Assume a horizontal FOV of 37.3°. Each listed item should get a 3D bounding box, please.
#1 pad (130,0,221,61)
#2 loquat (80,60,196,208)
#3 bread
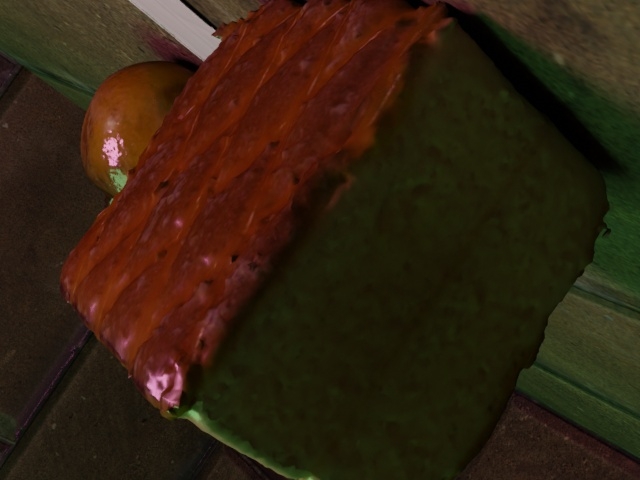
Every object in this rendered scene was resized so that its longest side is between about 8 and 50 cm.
[{"bbox_3d":[-0.156,-0.228,0.923,0.232,0.004,0.156,37,174,-34],"label":"pad"},{"bbox_3d":[-0.196,-0.114,1.142,0.213,0.213,0.213,33,175,3],"label":"loquat"},{"bbox_3d":[0.000,0.000,0.632,0.207,0.279,0.279,39,170,-29],"label":"bread"}]
